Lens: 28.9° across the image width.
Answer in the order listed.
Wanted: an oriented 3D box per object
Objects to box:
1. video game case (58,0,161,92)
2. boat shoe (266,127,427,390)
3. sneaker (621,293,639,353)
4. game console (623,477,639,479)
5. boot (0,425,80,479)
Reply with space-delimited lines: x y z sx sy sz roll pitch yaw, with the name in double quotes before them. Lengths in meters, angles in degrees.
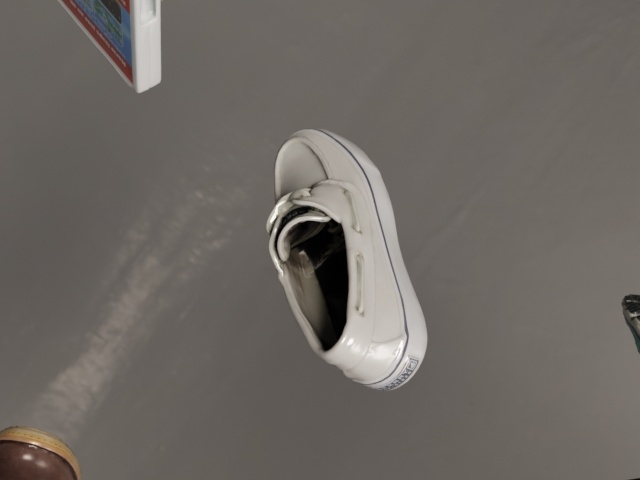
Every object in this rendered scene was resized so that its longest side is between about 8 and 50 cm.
"video game case" -0.175 -0.260 0.855 0.025 0.285 0.204 -31 66 -24
"boat shoe" 0.000 0.000 0.977 0.096 0.088 0.268 -39 45 27
"sneaker" 0.438 0.154 1.585 0.107 0.110 0.275 8 28 -2
"game console" 0.433 0.292 1.397 0.361 0.044 0.213 -16 94 30
"boot" -0.281 0.298 1.075 0.248 0.090 0.207 114 169 -47
